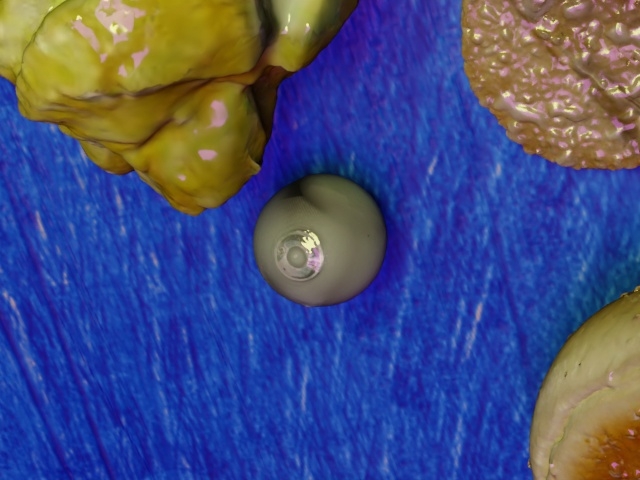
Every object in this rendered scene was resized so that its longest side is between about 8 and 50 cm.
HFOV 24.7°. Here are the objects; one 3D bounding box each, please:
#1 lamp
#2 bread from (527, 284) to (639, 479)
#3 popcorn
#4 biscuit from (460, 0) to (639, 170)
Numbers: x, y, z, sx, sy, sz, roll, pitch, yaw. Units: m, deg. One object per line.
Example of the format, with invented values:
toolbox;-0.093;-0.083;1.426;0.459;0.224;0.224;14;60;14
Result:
lamp;0.000;0.000;1.126;0.105;0.105;0.105;5;121;9
bread;0.307;0.149;1.102;0.305;0.159;0.305;17;134;19
popcorn;-0.092;-0.161;0.980;0.276;0.225;0.276;-17;146;-12
biscuit;0.205;-0.144;1.039;0.220;0.033;0.220;6;121;10
